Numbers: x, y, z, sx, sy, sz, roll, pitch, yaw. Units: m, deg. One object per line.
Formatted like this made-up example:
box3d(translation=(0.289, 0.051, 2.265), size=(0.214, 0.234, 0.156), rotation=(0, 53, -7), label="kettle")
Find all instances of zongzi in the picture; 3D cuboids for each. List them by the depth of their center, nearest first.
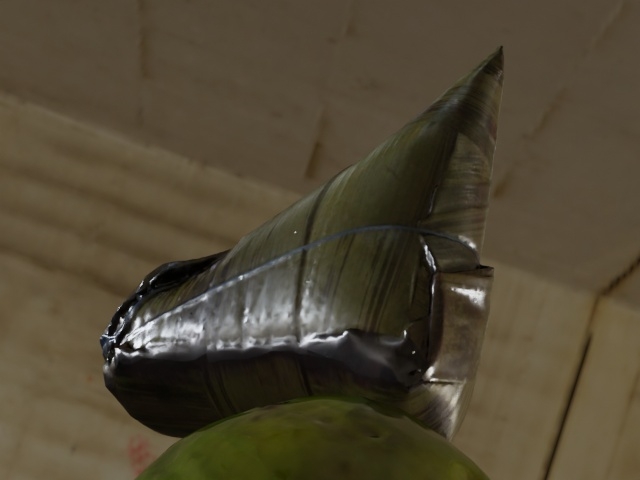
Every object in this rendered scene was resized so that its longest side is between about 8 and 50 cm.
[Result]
box3d(translation=(0.000, 0.000, 1.070), size=(0.286, 0.300, 0.138), rotation=(-2, -27, 34), label="zongzi")

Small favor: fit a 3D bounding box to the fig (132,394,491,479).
box3d(translation=(-0.017, 0.169, 0.692), size=(0.233, 0.233, 0.314), rotation=(23, 7, -18), label="fig")
